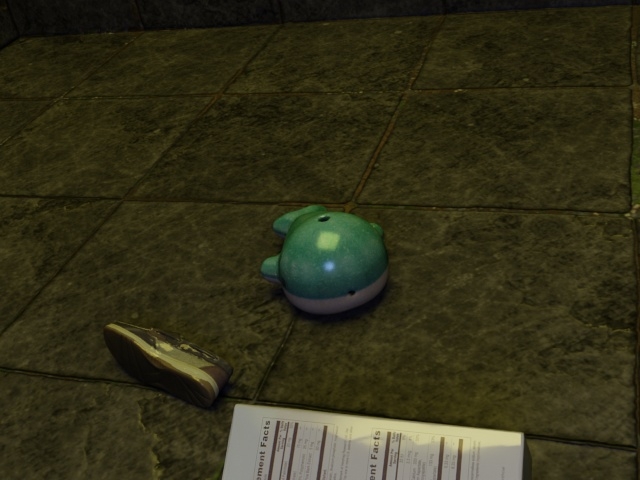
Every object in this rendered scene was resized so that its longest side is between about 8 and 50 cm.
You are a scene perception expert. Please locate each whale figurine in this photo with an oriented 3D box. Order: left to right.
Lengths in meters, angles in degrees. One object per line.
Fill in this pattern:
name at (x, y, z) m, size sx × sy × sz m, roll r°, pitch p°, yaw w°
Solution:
whale figurine at (0.000, 0.000, 1.271) m, size 0.216 × 0.141 × 0.272 m, roll -18°, pitch 34°, yaw -10°

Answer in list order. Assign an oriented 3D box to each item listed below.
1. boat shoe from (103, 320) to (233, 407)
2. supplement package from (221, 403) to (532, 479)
boat shoe at (-0.223, 0.171, 1.149) m, size 0.223 × 0.080 × 0.073 m, roll 21°, pitch 39°, yaw 31°
supplement package at (0.058, 0.278, 0.736) m, size 0.262 × 0.199 × 0.198 m, roll 1°, pitch 69°, yaw 18°
